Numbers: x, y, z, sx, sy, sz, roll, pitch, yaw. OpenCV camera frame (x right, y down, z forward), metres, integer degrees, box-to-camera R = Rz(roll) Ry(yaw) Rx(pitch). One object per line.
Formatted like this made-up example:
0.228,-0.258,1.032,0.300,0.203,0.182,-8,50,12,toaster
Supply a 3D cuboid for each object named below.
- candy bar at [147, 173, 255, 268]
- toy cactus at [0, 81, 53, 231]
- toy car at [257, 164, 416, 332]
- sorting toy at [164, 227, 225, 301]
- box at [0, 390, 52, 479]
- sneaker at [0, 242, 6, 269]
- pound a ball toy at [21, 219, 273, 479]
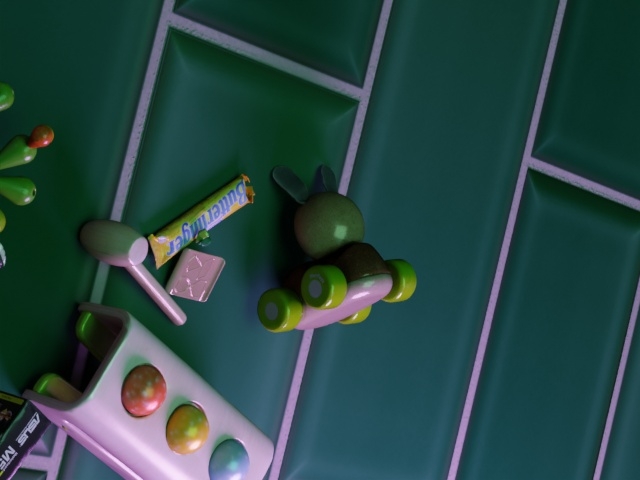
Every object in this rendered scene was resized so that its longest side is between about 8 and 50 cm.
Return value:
-0.134,-0.024,1.986,0.161,0.018,0.040,-36,121,-34,candy bar
-0.354,-0.068,1.693,0.180,0.112,0.219,20,73,-27,toy cactus
0.000,0.000,2.077,0.155,0.149,0.188,-3,71,-48,toy car
-0.137,0.027,1.982,0.062,0.012,0.083,18,102,-45,sorting toy
-0.371,0.216,1.670,0.184,0.190,0.045,-54,128,-25,box
-0.348,-0.001,1.770,0.035,0.031,0.083,-41,115,-26,sneaker
-0.167,0.149,1.902,0.319,0.135,0.208,48,65,-40,pound a ball toy
